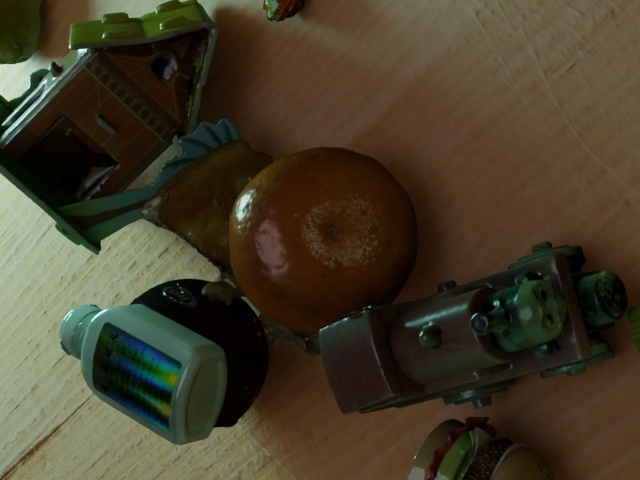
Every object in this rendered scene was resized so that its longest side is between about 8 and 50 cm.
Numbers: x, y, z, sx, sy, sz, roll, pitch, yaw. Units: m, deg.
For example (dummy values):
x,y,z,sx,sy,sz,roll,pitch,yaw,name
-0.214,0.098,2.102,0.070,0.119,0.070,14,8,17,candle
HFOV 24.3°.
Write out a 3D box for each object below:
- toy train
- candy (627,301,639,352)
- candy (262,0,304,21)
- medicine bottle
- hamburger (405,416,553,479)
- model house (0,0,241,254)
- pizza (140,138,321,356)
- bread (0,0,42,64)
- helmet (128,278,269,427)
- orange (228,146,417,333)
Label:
x,y,z,sx,sy,sz,roll,pitch,yaw,name
0.165,0.098,1.578,0.304,0.221,0.150,-23,78,40,toy train
0.392,0.160,1.490,0.149,0.069,0.246,-23,79,37,candy
0.000,-0.325,1.810,0.185,0.049,0.055,-33,28,31,candy
-0.215,0.143,1.757,0.229,0.083,0.121,23,110,36,medicine bottle
0.179,0.281,1.622,0.137,0.175,0.175,18,105,31,hamburger
-0.222,-0.153,1.964,0.323,0.340,0.300,-44,21,8,model house
-0.065,0.013,1.827,0.297,0.189,0.071,43,164,0,pizza
-0.456,-0.316,2.156,0.156,0.103,0.110,-49,57,39,bread
-0.163,0.146,1.878,0.189,0.193,0.216,27,153,36,helmet
0.000,0.000,1.717,0.170,0.224,0.224,150,109,-71,orange
